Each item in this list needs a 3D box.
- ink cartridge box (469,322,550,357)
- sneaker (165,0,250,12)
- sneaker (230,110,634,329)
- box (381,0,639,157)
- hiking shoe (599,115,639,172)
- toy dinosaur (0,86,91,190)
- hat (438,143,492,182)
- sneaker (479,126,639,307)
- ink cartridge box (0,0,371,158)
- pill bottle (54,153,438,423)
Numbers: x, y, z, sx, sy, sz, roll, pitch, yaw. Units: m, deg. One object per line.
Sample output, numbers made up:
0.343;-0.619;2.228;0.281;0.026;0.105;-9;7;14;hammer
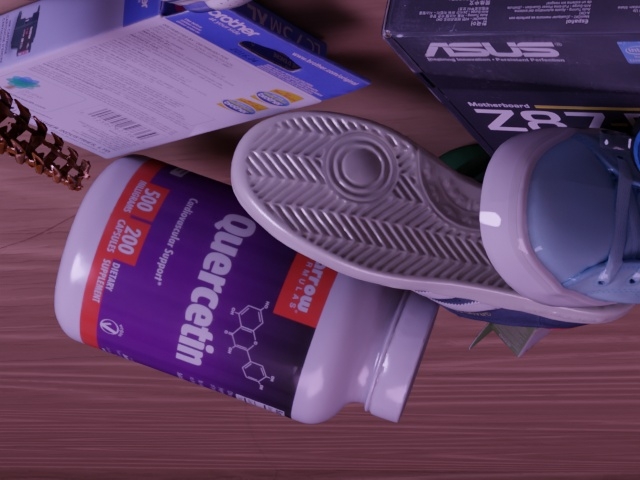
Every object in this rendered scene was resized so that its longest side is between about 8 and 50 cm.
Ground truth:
0.246;0.051;1.547;0.171;0.056;0.235;-36;165;-15;ink cartridge box
0.049;-0.200;0.908;0.182;0.127;0.315;21;154;-33;sneaker
0.088;0.000;1.270;0.350;0.131;0.148;20;165;-4;sneaker
0.286;-0.118;1.079;0.395;0.097;0.318;4;161;28;box
0.344;-0.046;0.982;0.304;0.113;0.132;10;-164;-22;hiking shoe
-0.278;-0.164;1.016;0.322;0.164;0.218;26;150;-24;toy dinosaur
0.132;-0.073;1.423;0.208;0.183;0.173;-35;136;12;hat
0.271;-0.010;1.079;0.366;0.135;0.150;9;170;-43;sneaker
-0.133;-0.144;1.213;0.311;0.065;0.186;-8;159;40;ink cartridge box
-0.062;0.051;1.366;0.323;0.181;0.181;19;162;7;pill bottle
